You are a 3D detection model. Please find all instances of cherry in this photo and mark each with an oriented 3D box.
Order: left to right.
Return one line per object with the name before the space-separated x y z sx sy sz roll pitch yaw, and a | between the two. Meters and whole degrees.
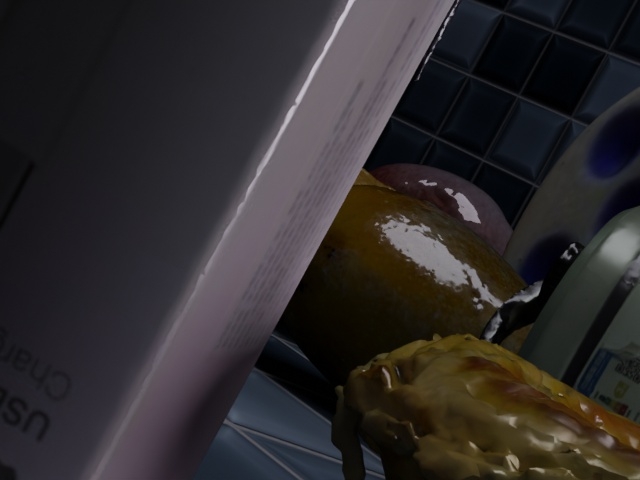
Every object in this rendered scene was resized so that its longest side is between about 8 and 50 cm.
cherry | 0.118 0.022 1.774 0.239 0.206 0.239 16 4 -1

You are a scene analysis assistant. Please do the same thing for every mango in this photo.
mango | 0.100 0.086 1.106 0.316 0.146 0.193 42 2 -7

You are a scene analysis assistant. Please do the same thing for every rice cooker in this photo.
rice cooker | 0.201 0.109 0.903 0.244 0.226 0.226 31 3 17

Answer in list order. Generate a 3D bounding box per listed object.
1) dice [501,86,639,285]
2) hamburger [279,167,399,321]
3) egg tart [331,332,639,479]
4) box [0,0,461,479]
dice | 0.341 0.043 1.311 0.277 0.304 0.304 32 -7 -26
hamburger | 0.000 0.000 1.430 0.318 0.158 0.318 30 3 -1
egg tart | 0.122 0.135 0.518 0.295 0.116 0.295 29 0 0
box | -0.089 -0.057 0.468 0.203 0.251 0.106 30 5 14
